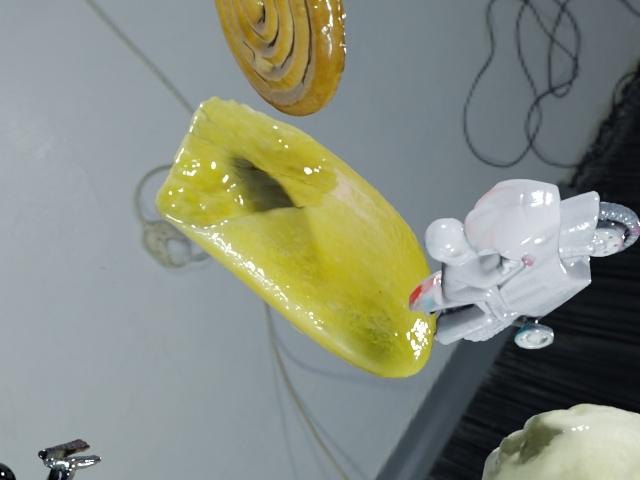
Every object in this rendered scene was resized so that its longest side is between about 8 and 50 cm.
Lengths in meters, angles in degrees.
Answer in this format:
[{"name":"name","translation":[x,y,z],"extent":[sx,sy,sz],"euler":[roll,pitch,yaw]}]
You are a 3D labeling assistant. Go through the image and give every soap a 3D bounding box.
[{"name":"soap","translation":[0.002,-0.002,1.149],"extent":[0.427,0.115,0.306],"euler":[37,32,-25]}]

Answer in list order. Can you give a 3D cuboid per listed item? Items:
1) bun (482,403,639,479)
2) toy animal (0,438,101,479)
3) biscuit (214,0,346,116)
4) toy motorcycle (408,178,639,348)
[{"name":"bun","translation":[0.293,0.285,1.034],"extent":[0.259,0.160,0.259],"euler":[-11,125,-16]},{"name":"toy animal","translation":[-0.157,0.174,0.536],"extent":[0.062,0.220,0.108],"euler":[-14,108,-36]},{"name":"biscuit","translation":[-0.056,-0.256,0.978],"extent":[0.037,0.262,0.262],"euler":[-21,108,-26]},{"name":"toy motorcycle","translation":[0.176,0.019,0.889],"extent":[0.171,0.260,0.110],"euler":[22,53,-20]}]
